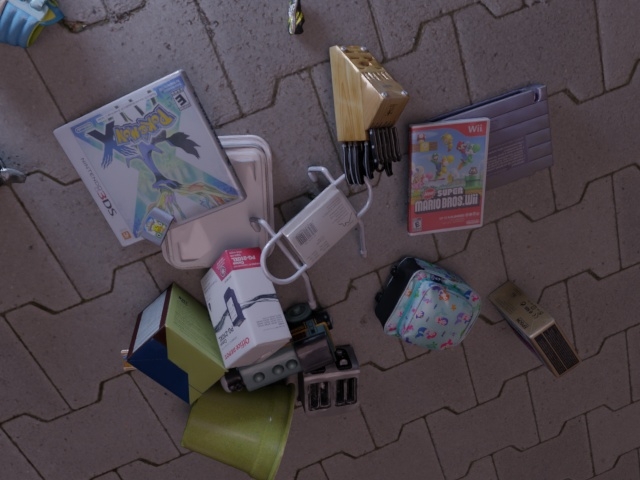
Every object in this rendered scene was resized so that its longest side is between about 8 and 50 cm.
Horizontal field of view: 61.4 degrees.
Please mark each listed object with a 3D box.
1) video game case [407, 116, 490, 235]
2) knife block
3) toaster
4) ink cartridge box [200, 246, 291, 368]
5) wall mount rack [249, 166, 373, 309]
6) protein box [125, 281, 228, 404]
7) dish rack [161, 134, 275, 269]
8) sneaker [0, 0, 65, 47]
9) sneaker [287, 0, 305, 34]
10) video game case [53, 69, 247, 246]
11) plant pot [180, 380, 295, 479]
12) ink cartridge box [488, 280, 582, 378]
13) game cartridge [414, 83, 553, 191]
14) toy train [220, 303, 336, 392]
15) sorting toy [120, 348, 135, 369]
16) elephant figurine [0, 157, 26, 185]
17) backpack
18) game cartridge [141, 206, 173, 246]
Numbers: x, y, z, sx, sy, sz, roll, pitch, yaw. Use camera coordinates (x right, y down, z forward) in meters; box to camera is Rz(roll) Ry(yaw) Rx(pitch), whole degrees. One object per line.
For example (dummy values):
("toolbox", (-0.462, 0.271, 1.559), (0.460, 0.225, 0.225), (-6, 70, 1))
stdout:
("video game case", (0.319, -0.157, 1.357), (0.204, 0.025, 0.285), (-7, 113, -9))
("knife block", (0.086, -0.274, 1.240), (0.088, 0.275, 0.242), (-14, 149, -38))
("toaster", (0.020, 0.407, 1.537), (0.168, 0.110, 0.185), (-5, 113, -10))
("ink cartridge box", (-0.182, 0.161, 1.274), (0.100, 0.237, 0.172), (-5, 155, -37))
("wall mount rack", (0.000, 0.000, 1.323), (0.350, 0.130, 0.304), (-43, 113, -19))
("protein box", (-0.344, 0.251, 1.334), (0.136, 0.201, 0.200), (-41, 114, 10))
("dish rack", (-0.250, -0.078, 1.296), (0.286, 0.072, 0.332), (-5, 114, -12))
("sneaker", (-0.581, -0.518, 1.008), (0.208, 0.127, 0.319), (13, 118, -16))
("sneaker", (-0.051, -0.497, 1.191), (0.035, 0.031, 0.083), (-4, 118, -26))
("video game case", (-0.370, -0.167, 1.181), (0.329, 0.036, 0.299), (-20, 110, 14))
("plant pot", (-0.228, 0.491, 1.454), (0.254, 0.276, 0.276), (17, 108, -6))
("ink cartridge box", (0.607, 0.249, 1.538), (0.088, 0.234, 0.193), (-38, 114, 5))
("game cartridge", (0.419, -0.239, 1.389), (0.355, 0.068, 0.230), (-19, 119, -5))
("toy train", (-0.115, 0.284, 1.410), (0.334, 0.190, 0.142), (-20, 115, -5))
("sorting toy", (-0.485, 0.316, 1.436), (0.083, 0.012, 0.062), (-3, 113, -11))
("elephant figurine", (-0.780, -0.106, 1.134), (0.239, 0.186, 0.169), (-52, 157, 22))
("backpack", (0.309, 0.187, 1.478), (0.254, 0.191, 0.225), (19, 106, -25))
("game cartridge", (-0.370, -0.032, 1.214), (0.056, 0.017, 0.083), (29, 114, -2))
